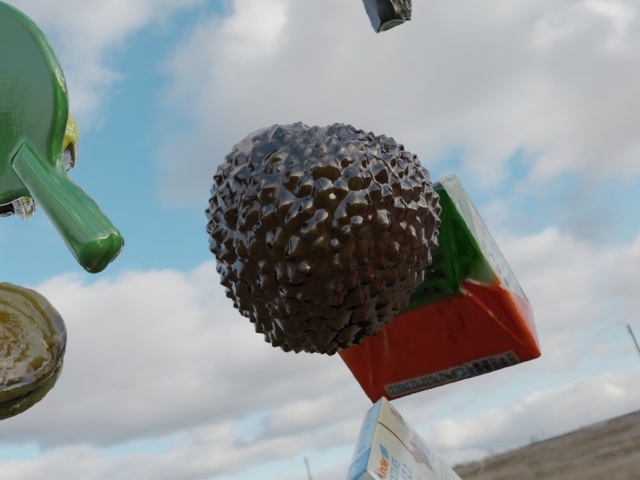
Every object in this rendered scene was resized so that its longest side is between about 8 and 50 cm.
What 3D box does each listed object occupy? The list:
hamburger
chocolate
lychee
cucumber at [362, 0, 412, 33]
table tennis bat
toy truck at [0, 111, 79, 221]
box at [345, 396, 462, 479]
[{"bbox_3d":[-0.400,0.145,0.799,0.177,0.186,0.113,4,-41,-36],"label":"hamburger"},{"bbox_3d":[0.168,0.089,1.204,0.360,0.341,0.161,-26,12,33],"label":"chocolate"},{"bbox_3d":[0.000,0.000,0.715,0.267,0.268,0.267,-13,-22,-6],"label":"lychee"},{"bbox_3d":[0.126,-0.541,1.385,0.115,0.193,0.085,-14,1,24],"label":"cucumber"},{"bbox_3d":[-0.243,-0.078,0.528,0.160,0.257,0.039,-46,-13,19],"label":"table tennis bat"},{"bbox_3d":[-0.388,-0.160,0.729,0.157,0.272,0.124,-50,6,-23],"label":"toy truck"},{"bbox_3d":[0.146,0.341,0.828,0.048,0.265,0.273,-44,-5,10],"label":"box"}]
